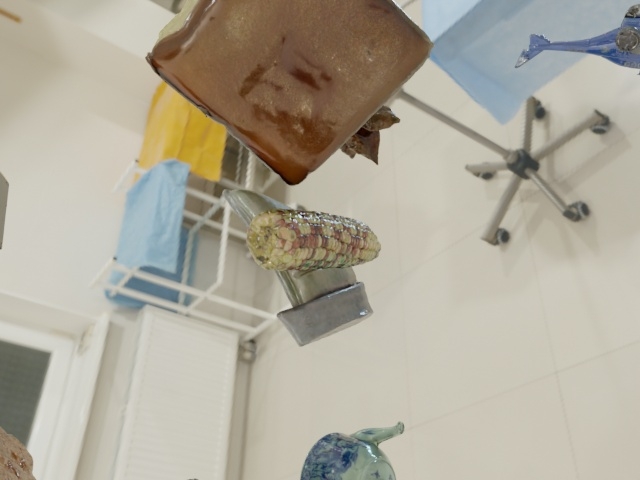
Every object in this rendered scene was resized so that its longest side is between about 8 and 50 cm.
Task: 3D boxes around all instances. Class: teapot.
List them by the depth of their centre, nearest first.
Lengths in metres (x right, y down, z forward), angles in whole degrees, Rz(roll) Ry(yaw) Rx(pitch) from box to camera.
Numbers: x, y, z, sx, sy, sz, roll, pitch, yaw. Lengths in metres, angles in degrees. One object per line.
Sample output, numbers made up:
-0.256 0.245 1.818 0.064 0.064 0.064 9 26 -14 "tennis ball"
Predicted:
0.059 0.391 1.035 0.159 0.159 0.232 -24 36 52 "teapot"

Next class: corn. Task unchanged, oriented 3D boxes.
0.000 0.000 0.927 0.086 0.253 0.086 -1 89 38 "corn"

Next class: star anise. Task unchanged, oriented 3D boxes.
0.066 -0.243 1.235 0.212 0.111 0.196 60 173 19 "star anise"

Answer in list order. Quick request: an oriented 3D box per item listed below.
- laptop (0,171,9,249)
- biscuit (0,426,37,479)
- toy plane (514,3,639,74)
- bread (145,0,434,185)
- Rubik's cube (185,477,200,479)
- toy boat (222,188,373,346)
-0.543 -0.070 1.074 0.197 0.016 0.135 133 139 -71 "laptop"
-0.483 0.347 0.972 0.043 0.284 0.306 -39 55 -17 "biscuit"
0.268 -0.178 0.610 0.167 0.062 0.054 9 46 29 "toy plane"
-0.050 -0.300 1.024 0.333 0.324 0.143 -44 26 20 "bread"
-0.139 0.491 0.874 0.260 0.259 0.254 -44 21 60 "Rubik's cube"
-0.011 0.047 1.117 0.111 0.276 0.293 -32 63 27 "toy boat"
